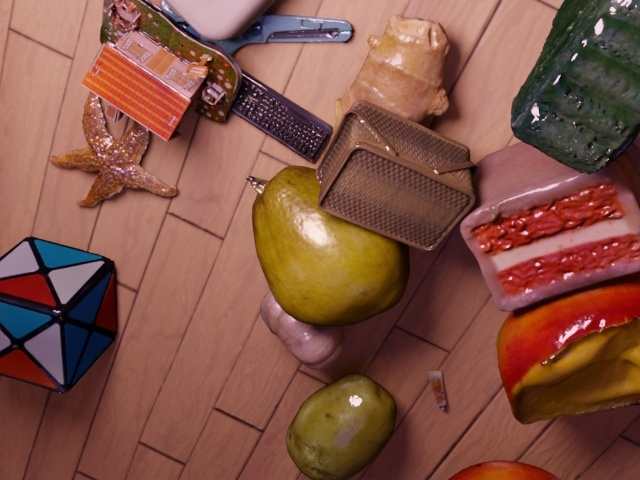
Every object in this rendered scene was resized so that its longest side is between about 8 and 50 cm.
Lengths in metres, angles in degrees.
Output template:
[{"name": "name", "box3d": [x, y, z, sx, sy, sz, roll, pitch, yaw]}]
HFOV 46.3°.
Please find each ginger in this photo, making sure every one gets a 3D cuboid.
[{"name": "ginger", "box3d": [0.111, -0.253, 1.373, 0.190, 0.126, 0.354, 38, 125, -13]}]

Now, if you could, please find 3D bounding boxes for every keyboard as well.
[{"name": "keyboard", "box3d": [-0.092, -0.246, 1.487, 0.230, 0.025, 0.093, 31, 120, -4]}]

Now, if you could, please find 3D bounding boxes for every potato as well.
[{"name": "potato", "box3d": [0.047, 0.443, 1.753, 0.216, 0.215, 0.304, 40, 124, -10]}]

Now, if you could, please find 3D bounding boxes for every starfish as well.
[{"name": "starfish", "box3d": [-0.462, -0.176, 1.608, 0.303, 0.060, 0.299, -26, 113, 27]}]

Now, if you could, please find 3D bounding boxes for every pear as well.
[{"name": "pear", "box3d": [0.000, 0.000, 1.456, 0.375, 0.287, 0.287, 42, 121, -5]}]

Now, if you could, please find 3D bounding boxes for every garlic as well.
[{"name": "garlic", "box3d": [-0.005, 0.157, 1.635, 0.212, 0.218, 0.218, -39, 108, -8]}]

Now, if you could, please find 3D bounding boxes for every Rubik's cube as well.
[{"name": "Rubik's cube", "box3d": [-0.639, 0.169, 1.748, 0.250, 0.248, 0.246, 14, 122, 8]}]

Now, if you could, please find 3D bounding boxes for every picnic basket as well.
[{"name": "picnic basket", "box3d": [0.134, -0.110, 1.322, 0.267, 0.139, 0.165, 21, 131, -15]}]

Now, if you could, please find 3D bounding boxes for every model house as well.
[{"name": "model house", "box3d": [-0.316, -0.302, 1.395, 0.294, 0.154, 0.207, 33, 151, -4]}]

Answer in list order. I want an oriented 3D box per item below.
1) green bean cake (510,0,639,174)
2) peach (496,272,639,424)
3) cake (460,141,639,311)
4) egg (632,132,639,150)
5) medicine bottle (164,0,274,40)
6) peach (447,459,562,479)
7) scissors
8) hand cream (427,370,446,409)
[{"name": "green bean cake", "box3d": [0.438, -0.285, 1.154, 0.169, 0.307, 0.300, 29, 121, -6]}, {"name": "peach", "box3d": [0.522, 0.175, 1.424, 0.381, 0.242, 0.306, -12, 134, 12]}, {"name": "cake", "box3d": [0.424, -0.048, 1.350, 0.309, 0.230, 0.237, -23, 114, 24]}, {"name": "egg", "box3d": [0.580, -0.193, 1.311, 0.083, 0.071, 0.071, -28, 109, 24]}, {"name": "medicine bottle", "box3d": [-0.220, -0.542, 1.276, 0.282, 0.123, 0.375, -40, 99, 24]}, {"name": "peach", "box3d": [0.425, 0.679, 1.702, 0.389, 0.388, 0.388, 7, 121, 11]}, {"name": "scissors", "box3d": [-0.132, -0.393, 1.406, 0.393, 0.032, 0.180, 5, 122, 12]}, {"name": "hand cream", "box3d": [0.274, 0.347, 1.742, 0.035, 0.022, 0.102, -5, 114, 26]}]
